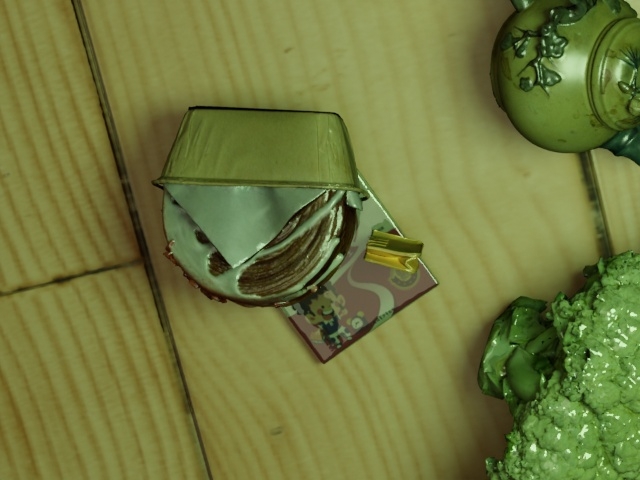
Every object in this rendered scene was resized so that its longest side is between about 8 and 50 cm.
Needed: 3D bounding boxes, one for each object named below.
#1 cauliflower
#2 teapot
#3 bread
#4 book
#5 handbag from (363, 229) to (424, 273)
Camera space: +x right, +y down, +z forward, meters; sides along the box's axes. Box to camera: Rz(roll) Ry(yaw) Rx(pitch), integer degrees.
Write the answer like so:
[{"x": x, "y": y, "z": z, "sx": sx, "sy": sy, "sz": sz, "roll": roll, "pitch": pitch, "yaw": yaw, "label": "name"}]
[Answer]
[{"x": 0.267, "y": 0.130, "z": 1.692, "sx": 0.250, "sy": 0.275, "sz": 0.272, "roll": 20, "pitch": 119, "yaw": 38, "label": "cauliflower"}, {"x": 0.269, "y": -0.178, "z": 1.619, "sx": 0.182, "sy": 0.173, "sz": 0.269, "roll": 15, "pitch": 143, "yaw": 43, "label": "teapot"}, {"x": -0.062, "y": -0.034, "z": 1.719, "sx": 0.224, "sy": 0.142, "sz": 0.212, "roll": 2, "pitch": 88, "yaw": 10, "label": "bread"}, {"x": 0.000, "y": 0.000, "z": 1.792, "sx": 0.162, "sy": 0.022, "sz": 0.232, "roll": -35, "pitch": 95, "yaw": 12, "label": "book"}, {"x": 0.077, "y": 0.012, "z": 1.730, "sx": 0.061, "sy": 0.083, "sz": 0.027, "roll": 14, "pitch": 99, "yaw": 5, "label": "handbag"}]
